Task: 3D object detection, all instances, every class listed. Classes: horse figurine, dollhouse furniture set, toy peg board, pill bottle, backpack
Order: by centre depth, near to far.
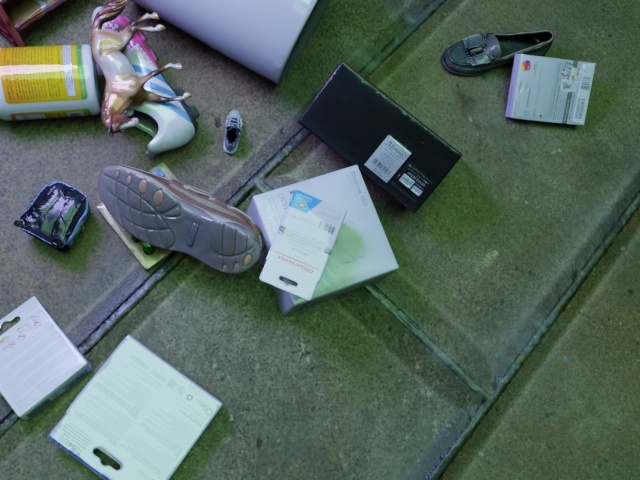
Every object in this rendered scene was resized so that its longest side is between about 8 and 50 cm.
[{"bbox_3d":[-0.492,-0.047,1.262,0.105,0.084,0.114,30,77,-4],"label":"backpack"},{"bbox_3d":[-0.360,-0.338,1.266,0.174,0.066,0.263,-22,90,-13],"label":"horse figurine"},{"bbox_3d":[-0.557,-0.301,1.288,0.245,0.136,0.136,-7,77,-14],"label":"pill bottle"},{"bbox_3d":[-0.322,-0.057,1.304,0.160,0.079,0.161,-38,86,-18],"label":"toy peg board"},{"bbox_3d":[-0.661,-0.580,1.357,0.374,0.152,0.201,40,71,19],"label":"dollhouse furniture set"}]

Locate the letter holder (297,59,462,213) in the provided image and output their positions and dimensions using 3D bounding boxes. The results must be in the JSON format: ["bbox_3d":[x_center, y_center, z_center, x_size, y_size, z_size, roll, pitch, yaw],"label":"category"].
[{"bbox_3d":[0.128,-0.221,1.422,0.302,0.214,0.152,38,103,-1],"label":"letter holder"}]

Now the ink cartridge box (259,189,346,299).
[{"bbox_3d":[-0.035,0.013,1.213,0.104,0.060,0.180,24,74,-4],"label":"ink cartridge box"}]

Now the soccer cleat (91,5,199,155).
[{"bbox_3d":[-0.382,-0.318,1.339,0.143,0.116,0.331,-36,86,-21],"label":"soccer cleat"}]

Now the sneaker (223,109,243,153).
[{"bbox_3d":[-0.177,-0.233,1.386,0.038,0.069,0.098,6,75,-11],"label":"sneaker"}]

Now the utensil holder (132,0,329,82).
[{"bbox_3d":[-0.175,-0.544,1.337,0.385,0.327,0.328,29,72,-5],"label":"utensil holder"}]

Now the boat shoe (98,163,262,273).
[{"bbox_3d":[-0.254,-0.047,1.244,0.324,0.116,0.123,30,114,-1],"label":"boat shoe"}]

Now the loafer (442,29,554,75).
[{"bbox_3d":[0.414,-0.451,1.561,0.267,0.084,0.096,-12,78,-15],"label":"loafer"}]

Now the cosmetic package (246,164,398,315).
[{"bbox_3d":[0.000,0.000,1.328,0.224,0.138,0.224,-19,80,-17],"label":"cosmetic package"}]

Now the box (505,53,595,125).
[{"bbox_3d":[0.530,-0.347,1.552,0.186,0.038,0.145,3,103,-12],"label":"box"}]

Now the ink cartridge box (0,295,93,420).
[{"bbox_3d":[-0.527,0.213,1.221,0.145,0.045,0.179,-39,68,-18],"label":"ink cartridge box"}]

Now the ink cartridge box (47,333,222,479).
[{"bbox_3d":[-0.331,0.325,1.219,0.223,0.045,0.224,37,72,0],"label":"ink cartridge box"}]
